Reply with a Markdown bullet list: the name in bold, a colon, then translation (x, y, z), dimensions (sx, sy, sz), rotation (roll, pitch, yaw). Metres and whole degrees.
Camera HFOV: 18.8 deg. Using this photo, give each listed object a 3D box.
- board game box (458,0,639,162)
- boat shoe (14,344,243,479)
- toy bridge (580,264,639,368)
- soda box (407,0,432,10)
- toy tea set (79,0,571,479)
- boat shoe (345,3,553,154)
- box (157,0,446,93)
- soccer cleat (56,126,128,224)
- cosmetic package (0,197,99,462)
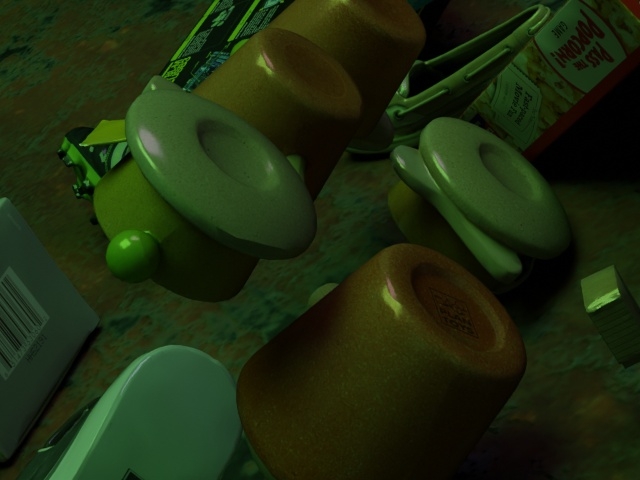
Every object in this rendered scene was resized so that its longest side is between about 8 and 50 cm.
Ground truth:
- **board game box**: translation (0.154, -0.117, 0.918), dimensions (0.147, 0.045, 0.193), rotation (-43, -2, -20)
- **boat shoe**: translation (-0.113, 0.134, 0.774), dimensions (0.076, 0.080, 0.228), rotation (-34, 20, 50)
- **toy bridge**: translation (0.197, 0.002, 0.736), dimensions (0.188, 0.063, 0.026), rotation (-28, 26, 13)
- **soda box**: translation (0.022, -0.204, 1.192), dimensions (0.067, 0.071, 0.210), rotation (-28, 28, 1)
- **toy tea set**: translation (0.000, 0.000, 0.855), dimensions (0.124, 0.200, 0.336), rotation (-49, 3, 26)
- **boat shoe**: translation (0.068, -0.089, 1.062), dimensions (0.153, 0.048, 0.056), rotation (-13, 31, 35)
- **box**: translation (-0.012, -0.130, 1.234), dimensions (0.184, 0.045, 0.191), rotation (-15, 31, 35)
- **soccer cleat**: translation (-0.100, -0.035, 1.155), dimensions (0.072, 0.060, 0.179), rotation (-31, 30, -19)
- **cosmetic package**: translation (-0.262, 0.071, 1.091), dimensions (0.238, 0.107, 0.127), rotation (-17, 29, 35)
